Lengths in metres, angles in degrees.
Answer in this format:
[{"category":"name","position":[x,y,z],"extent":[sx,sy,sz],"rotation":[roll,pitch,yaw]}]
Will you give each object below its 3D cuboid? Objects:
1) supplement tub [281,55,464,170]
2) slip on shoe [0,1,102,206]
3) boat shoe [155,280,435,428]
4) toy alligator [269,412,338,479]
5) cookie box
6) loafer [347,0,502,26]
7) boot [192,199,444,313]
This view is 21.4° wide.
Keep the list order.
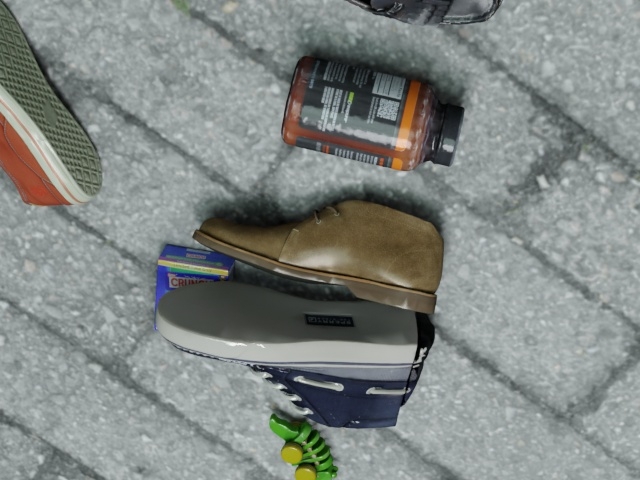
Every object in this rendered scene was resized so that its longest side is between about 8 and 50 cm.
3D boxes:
[{"category":"supplement tub","position":[0.060,-0.138,1.914],"extent":[0.197,0.106,0.106],"rotation":[14,122,2]},{"category":"slip on shoe","position":[-0.378,-0.170,1.971],"extent":[0.101,0.123,0.331],"rotation":[-17,121,23]},{"category":"boat shoe","position":[-0.039,0.153,2.074],"extent":[0.340,0.127,0.158],"rotation":[7,125,-6]},{"category":"toy alligator","position":[-0.003,0.294,2.210],"extent":[0.051,0.056,0.190],"rotation":[-22,114,21]},{"category":"cookie box","position":[-0.158,0.066,2.111],"extent":[0.091,0.040,0.107],"rotation":[9,121,5]},{"category":"loafer","position":[0.051,-0.289,1.831],"extent":[0.302,0.095,0.109],"rotation":[18,122,-1]},{"category":"boot","position":[0.000,0.000,2.031],"extent":[0.305,0.112,0.115],"rotation":[12,92,7]}]
